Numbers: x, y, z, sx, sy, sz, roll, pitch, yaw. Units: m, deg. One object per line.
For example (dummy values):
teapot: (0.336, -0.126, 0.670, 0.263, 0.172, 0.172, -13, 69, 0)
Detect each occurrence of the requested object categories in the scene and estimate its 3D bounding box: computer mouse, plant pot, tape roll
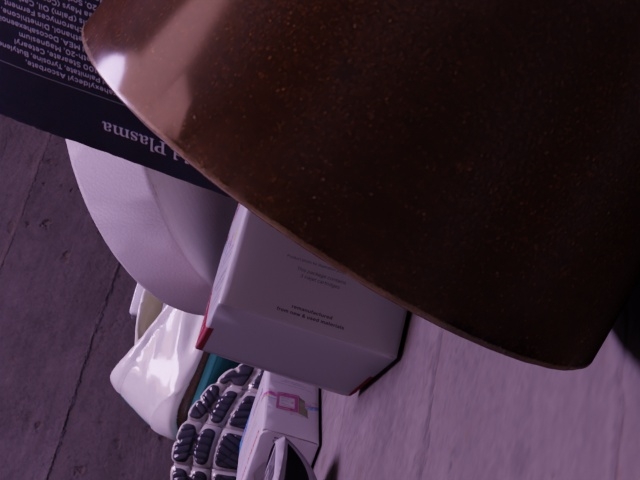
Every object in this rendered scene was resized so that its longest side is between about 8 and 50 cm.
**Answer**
computer mouse: (-0.023, 0.228, 0.935, 0.106, 0.042, 0.193, 108, 170, -52)
plant pot: (0.069, -0.113, 0.448, 0.230, 0.215, 0.215, -57, 10, 14)
tape roll: (-0.067, -0.130, 1.098, 0.392, 0.072, 0.392, 8, -100, -59)

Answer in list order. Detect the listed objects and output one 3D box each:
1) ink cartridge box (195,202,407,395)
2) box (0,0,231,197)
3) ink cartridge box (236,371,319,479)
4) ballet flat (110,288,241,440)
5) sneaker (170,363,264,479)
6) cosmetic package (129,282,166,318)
ink cartridge box: (0.000, 0.000, 0.942, 0.128, 0.127, 0.176, 122, 165, -67)
box: (-0.046, -0.261, 0.778, 0.343, 0.179, 0.312, -58, -17, -44)
ink cartridge box: (-0.038, 0.176, 1.132, 0.122, 0.052, 0.088, -87, 15, -70)
ballet flat: (-0.090, 0.002, 1.319, 0.400, 0.139, 0.139, -63, 5, -11)
sneaker: (-0.094, 0.242, 1.260, 0.110, 0.107, 0.275, -13, -57, -83)
cosmetic package: (-0.102, 0.038, 1.449, 0.151, 0.184, 0.151, 148, 138, -80)
